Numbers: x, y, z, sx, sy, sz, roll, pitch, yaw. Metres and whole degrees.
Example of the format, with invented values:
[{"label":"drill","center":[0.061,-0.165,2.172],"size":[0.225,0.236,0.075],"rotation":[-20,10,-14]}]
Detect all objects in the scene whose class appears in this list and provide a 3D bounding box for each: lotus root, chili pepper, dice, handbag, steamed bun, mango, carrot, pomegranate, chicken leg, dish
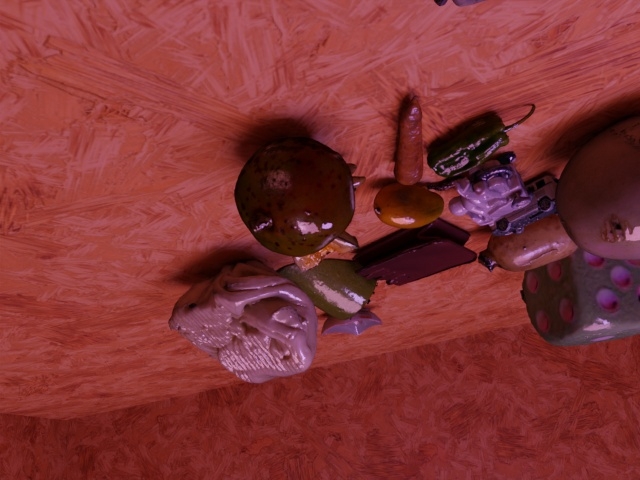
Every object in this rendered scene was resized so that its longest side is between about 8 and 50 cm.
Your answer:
[{"label":"lotus root","center":[0.564,0.005,1.432],"size":[0.284,0.146,0.160],"rotation":[-23,138,5]},{"label":"chili pepper","center":[0.281,-0.177,0.941],"size":[0.204,0.073,0.072],"rotation":[-30,138,34]},{"label":"dice","center":[0.895,0.166,1.756],"size":[0.319,0.330,0.322],"rotation":[-3,157,-11]},{"label":"handbag","center":[0.258,0.042,1.440],"size":[0.276,0.084,0.260],"rotation":[-26,155,32]},{"label":"steamed bun","center":[-0.170,0.172,1.330],"size":[0.394,0.237,0.346],"rotation":[16,133,15]},{"label":"mango","center":[0.186,-0.073,1.091],"size":[0.188,0.101,0.066],"rotation":[-1,156,-28]},{"label":"carrot","center":[0.153,-0.169,0.906],"size":[0.057,0.057,0.224],"rotation":[-13,157,3]},{"label":"pomegranate","center":[-0.018,-0.070,0.871],"size":[0.246,0.198,0.198],"rotation":[6,152,-38]},{"label":"chicken leg","center":[0.269,-0.119,1.132],"size":[0.083,0.021,0.036],"rotation":[-14,168,6]},{"label":"dish","center":[0.114,0.307,2.017],"size":[0.213,0.077,0.151],"rotation":[8,149,-41]}]

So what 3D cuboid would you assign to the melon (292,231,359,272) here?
[{"label":"melon","center":[0.000,0.000,1.223],"size":[0.160,0.079,0.128],"rotation":[-23,138,27]}]

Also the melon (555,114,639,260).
[{"label":"melon","center":[0.628,-0.109,1.019],"size":[0.330,0.268,0.268],"rotation":[-28,155,14]}]

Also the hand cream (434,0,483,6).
[{"label":"hand cream","center":[0.242,-0.319,0.607],"size":[0.234,0.050,0.080],"rotation":[-18,155,-3]}]

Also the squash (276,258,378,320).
[{"label":"squash","center":[0.015,0.098,1.528],"size":[0.261,0.189,0.189],"rotation":[37,139,-14]}]

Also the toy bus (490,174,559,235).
[{"label":"toy bus","center":[0.488,-0.079,1.251],"size":[0.087,0.088,0.194],"rotation":[6,152,-40]}]

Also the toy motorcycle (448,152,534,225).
[{"label":"toy motorcycle","center":[0.354,-0.094,1.122],"size":[0.171,0.110,0.260],"rotation":[-23,159,28]}]
